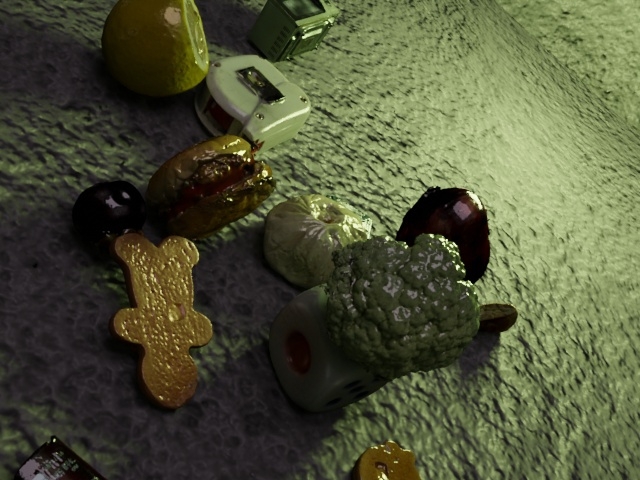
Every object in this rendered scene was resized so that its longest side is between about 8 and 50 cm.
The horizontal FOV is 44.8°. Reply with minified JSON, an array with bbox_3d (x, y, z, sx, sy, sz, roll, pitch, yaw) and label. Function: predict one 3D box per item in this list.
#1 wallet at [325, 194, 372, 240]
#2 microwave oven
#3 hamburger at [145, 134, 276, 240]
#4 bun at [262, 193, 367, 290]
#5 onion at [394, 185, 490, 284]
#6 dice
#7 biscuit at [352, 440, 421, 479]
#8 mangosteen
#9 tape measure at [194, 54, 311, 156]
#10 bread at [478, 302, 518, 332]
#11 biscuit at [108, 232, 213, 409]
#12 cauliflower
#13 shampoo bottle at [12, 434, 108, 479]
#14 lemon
[{"bbox_3d":[0.064,-0.054,1.835,0.129,0.026,0.088,27,43,-14],"label":"wallet"},{"bbox_3d":[-0.067,-0.580,2.098,0.129,0.163,0.205,46,43,9],"label":"microwave oven"},{"bbox_3d":[-0.221,-0.110,1.533,0.244,0.244,0.163,-23,80,-45],"label":"hamburger"},{"bbox_3d":[0.000,0.000,1.655,0.244,0.153,0.244,17,51,-22],"label":"bun"},{"bbox_3d":[0.284,-0.002,1.768,0.281,0.281,0.221,-7,55,-39],"label":"onion"},{"bbox_3d":[0.029,0.198,1.467,0.192,0.194,0.193,-7,58,-38],"label":"dice"},{"bbox_3d":[0.127,0.481,1.408,0.184,0.035,0.249,14,47,-26],"label":"biscuit"},{"bbox_3d":[-0.382,-0.034,1.431,0.137,0.137,0.151,-13,77,-42],"label":"mangosteen"},{"bbox_3d":[-0.164,-0.318,1.831,0.265,0.130,0.258,46,44,8],"label":"tape measure"},{"bbox_3d":[0.405,0.173,1.801,0.154,0.136,0.054,7,68,-27],"label":"bread"},{"bbox_3d":[-0.286,0.140,1.371,0.205,0.049,0.324,6,62,-46],"label":"biscuit"},{"bbox_3d":[0.125,0.103,1.353,0.272,0.275,0.250,-18,22,-11],"label":"cauliflower"},{"bbox_3d":[-0.303,0.429,1.113,0.323,0.084,0.129,40,44,-1],"label":"shampoo bottle"},{"bbox_3d":[-0.371,-0.434,1.708,0.219,0.240,0.240,-12,52,6],"label":"lemon"}]
